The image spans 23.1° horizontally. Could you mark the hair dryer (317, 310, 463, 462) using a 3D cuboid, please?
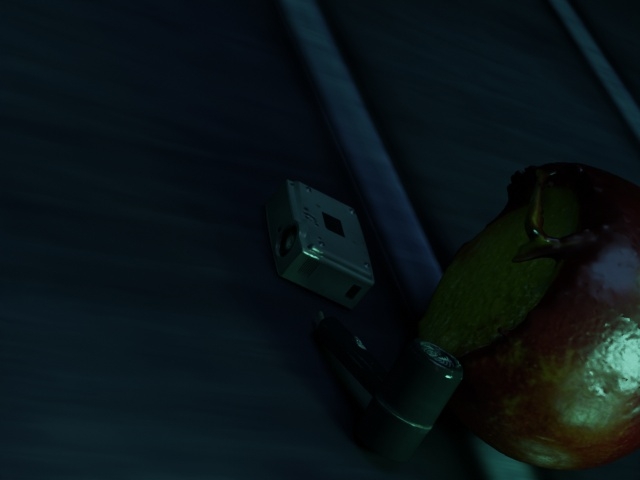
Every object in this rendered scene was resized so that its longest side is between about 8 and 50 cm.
[{"bbox_3d":[0.059,0.135,1.739,0.071,0.124,0.219,17,18,-43],"label":"hair dryer"}]

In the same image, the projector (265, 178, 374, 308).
[{"bbox_3d":[0.000,0.000,1.909,0.115,0.061,0.147,25,30,-26],"label":"projector"}]

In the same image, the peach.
[{"bbox_3d":[0.304,0.094,1.855,0.310,0.335,0.406,36,20,-8],"label":"peach"}]
